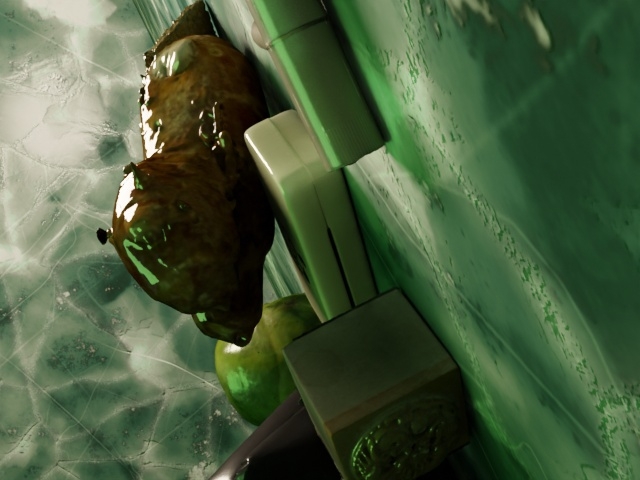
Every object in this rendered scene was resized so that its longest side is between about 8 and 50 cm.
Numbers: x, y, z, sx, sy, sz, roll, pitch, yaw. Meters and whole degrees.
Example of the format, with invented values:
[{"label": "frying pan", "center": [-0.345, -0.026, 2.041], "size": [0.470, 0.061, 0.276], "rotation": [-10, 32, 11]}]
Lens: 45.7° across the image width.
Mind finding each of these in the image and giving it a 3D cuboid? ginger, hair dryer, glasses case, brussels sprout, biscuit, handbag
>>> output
[{"label": "ginger", "center": [-0.155, -0.091, 0.930], "size": [0.254, 0.176, 0.419], "rotation": [41, -137, -65]}, {"label": "hair dryer", "center": [-0.028, -0.155, 0.657], "size": [0.195, 0.053, 0.220], "rotation": [64, 173, -8]}, {"label": "glasses case", "center": [0.000, 0.000, 0.916], "size": [0.131, 0.070, 0.313], "rotation": [56, 169, 44]}, {"label": "brussels sprout", "center": [-0.031, 0.179, 1.196], "size": [0.210, 0.219, 0.271], "rotation": [70, -157, -12]}, {"label": "biscuit", "center": [-0.208, -0.238, 1.111], "size": [0.237, 0.026, 0.131], "rotation": [-63, -37, -39]}, {"label": "handbag", "center": [0.048, 0.313, 0.927], "size": [0.288, 0.342, 0.152], "rotation": [52, 132, 1]}]

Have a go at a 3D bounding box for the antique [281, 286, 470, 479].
[{"label": "antique", "center": [0.062, 0.166, 0.782], "size": [0.148, 0.146, 0.152], "rotation": [53, 166, 44]}]
